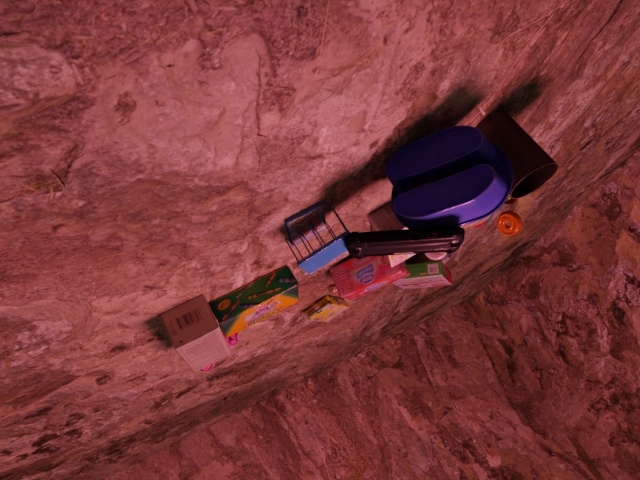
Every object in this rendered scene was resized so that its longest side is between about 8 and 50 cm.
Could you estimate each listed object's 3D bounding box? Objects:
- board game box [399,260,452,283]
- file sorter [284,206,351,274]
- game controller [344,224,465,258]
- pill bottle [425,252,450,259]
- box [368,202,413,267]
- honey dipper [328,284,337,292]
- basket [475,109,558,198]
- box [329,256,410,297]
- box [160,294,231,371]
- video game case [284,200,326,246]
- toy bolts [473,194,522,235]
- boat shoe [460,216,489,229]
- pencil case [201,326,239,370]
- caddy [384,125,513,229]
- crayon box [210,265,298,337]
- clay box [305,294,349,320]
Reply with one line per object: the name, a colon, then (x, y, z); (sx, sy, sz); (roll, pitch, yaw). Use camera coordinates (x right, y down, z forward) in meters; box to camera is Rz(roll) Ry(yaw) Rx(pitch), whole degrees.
board game box: (0.456, 0.163, 2.454); (0.242, 0.064, 0.316); (-8, 165, 19)
file sorter: (0.000, 0.000, 1.537); (0.170, 0.104, 0.118); (-33, 158, 5)
game controller: (0.228, 0.006, 1.473); (0.319, 0.067, 0.166); (-3, 171, 6)
pill bottle: (0.516, 0.046, 2.357); (0.108, 0.108, 0.180); (-35, 159, 10)
box: (0.244, -0.017, 1.805); (0.103, 0.114, 0.203); (-29, 148, -3)
honey dipper: (0.090, 0.194, 2.224); (0.030, 0.030, 0.160); (-44, 157, 29)
basket: (0.563, -0.259, 1.594); (0.154, 0.227, 0.204); (-43, 155, 28)
box: (0.182, 0.116, 1.991); (0.257, 0.123, 0.128); (-26, 161, 18)
box: (-0.386, 0.302, 1.705); (0.148, 0.121, 0.311); (-25, 158, -15)
video game case: (-0.040, -0.045, 1.552); (0.119, 0.015, 0.166); (-28, 159, -9)
toy bolts: (0.730, -0.121, 2.188); (0.158, 0.218, 0.228); (-20, 175, -41)
boat shoe: (0.567, -0.101, 2.115); (0.302, 0.109, 0.098); (-37, 160, 29)
pencil case: (-0.376, 0.389, 1.952); (0.098, 0.095, 0.209); (30, 126, -26)
caddy: (0.341, -0.158, 1.467); (0.341, 0.241, 0.179); (-19, 157, 23)
crayon box: (-0.210, 0.203, 1.774); (0.278, 0.081, 0.165); (-26, 158, -14)
clay box: (0.024, 0.295, 2.325); (0.127, 0.053, 0.222); (-36, 157, 13)
